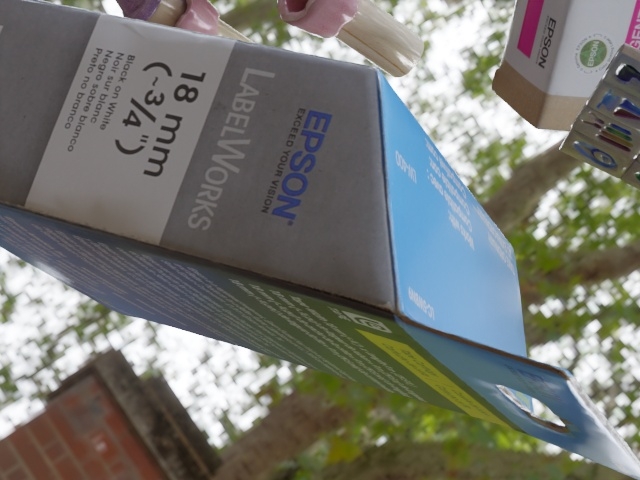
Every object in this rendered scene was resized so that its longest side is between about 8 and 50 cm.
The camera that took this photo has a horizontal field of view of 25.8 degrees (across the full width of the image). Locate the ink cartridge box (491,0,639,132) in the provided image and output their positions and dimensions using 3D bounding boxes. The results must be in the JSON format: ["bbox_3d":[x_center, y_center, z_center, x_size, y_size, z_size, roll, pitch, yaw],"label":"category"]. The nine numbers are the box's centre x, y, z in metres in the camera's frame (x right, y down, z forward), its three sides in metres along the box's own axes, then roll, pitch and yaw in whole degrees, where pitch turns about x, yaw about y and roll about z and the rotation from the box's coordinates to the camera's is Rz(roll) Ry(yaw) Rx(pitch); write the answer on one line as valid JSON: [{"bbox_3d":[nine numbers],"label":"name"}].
[{"bbox_3d":[0.254,-0.197,1.049,0.088,0.193,0.235,-121,-143,-57],"label":"ink cartridge box"}]

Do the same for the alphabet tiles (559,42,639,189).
[{"bbox_3d":[0.230,-0.039,0.695,0.198,0.009,0.237,27,-13,5],"label":"alphabet tiles"}]

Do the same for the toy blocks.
[{"bbox_3d":[-0.045,-0.321,1.222,0.260,0.309,0.288,30,-16,-32],"label":"toy blocks"}]

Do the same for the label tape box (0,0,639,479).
[{"bbox_3d":[0.000,0.000,0.675,0.333,0.106,0.240,15,-12,25],"label":"label tape box"}]
